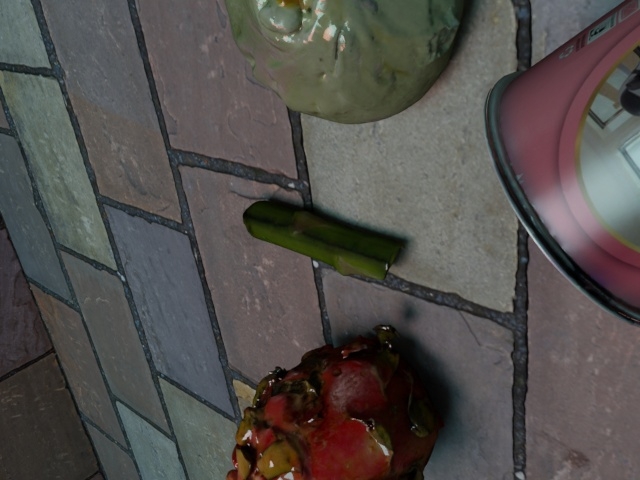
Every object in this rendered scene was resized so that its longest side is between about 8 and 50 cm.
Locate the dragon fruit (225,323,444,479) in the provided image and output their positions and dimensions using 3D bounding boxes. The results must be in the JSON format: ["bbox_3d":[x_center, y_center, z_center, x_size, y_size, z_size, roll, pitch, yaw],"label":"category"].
[{"bbox_3d":[0.017,0.277,0.901,0.269,0.291,0.250,-27,89,51],"label":"dragon fruit"}]

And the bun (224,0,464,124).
[{"bbox_3d":[-0.005,-0.238,0.659,0.283,0.179,0.283,31,137,33],"label":"bun"}]

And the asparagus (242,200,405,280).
[{"bbox_3d":[0.001,-0.001,0.917,0.277,0.060,0.067,21,110,38],"label":"asparagus"}]

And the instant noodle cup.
[{"bbox_3d":[0.276,-0.095,0.427,0.244,0.244,0.255,54,134,5],"label":"instant noodle cup"}]
